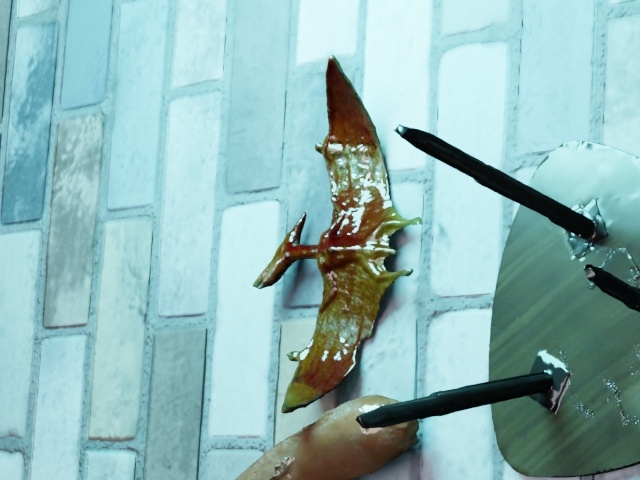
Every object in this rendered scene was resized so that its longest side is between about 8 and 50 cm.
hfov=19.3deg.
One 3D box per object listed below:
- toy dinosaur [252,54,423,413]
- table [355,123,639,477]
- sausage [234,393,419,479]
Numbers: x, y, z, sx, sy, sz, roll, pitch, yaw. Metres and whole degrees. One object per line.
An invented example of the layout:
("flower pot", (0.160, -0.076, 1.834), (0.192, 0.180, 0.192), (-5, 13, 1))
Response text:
("toy dinosaur", (0.007, -0.006, 1.883), (0.206, 0.113, 0.327), (34, 102, 42))
("table", (0.176, 0.032, 1.616), (0.317, 0.249, 0.317), (-11, 73, 41))
("sausage", (-0.026, 0.242, 1.880), (0.327, 0.079, 0.087), (-41, 45, 28))
